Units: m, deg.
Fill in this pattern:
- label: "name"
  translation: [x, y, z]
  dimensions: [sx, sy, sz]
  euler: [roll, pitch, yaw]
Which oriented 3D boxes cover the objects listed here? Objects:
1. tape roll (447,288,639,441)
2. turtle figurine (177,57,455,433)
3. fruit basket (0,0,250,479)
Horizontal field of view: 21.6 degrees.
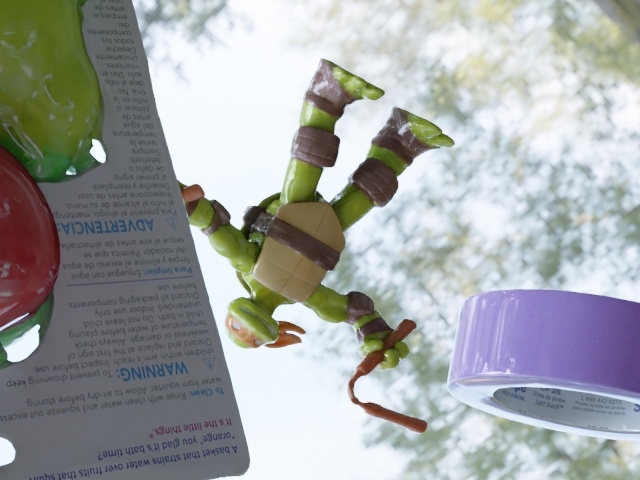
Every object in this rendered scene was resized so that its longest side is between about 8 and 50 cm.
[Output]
- label: "tape roll"
  translation: [0.268, 0.129, 1.679]
  dimensions: [0.275, 0.275, 0.090]
  euler: [19, -107, -29]
- label: "turtle figurine"
  translation: [0.000, 0.000, 1.161]
  dimensions: [0.269, 0.217, 0.087]
  euler: [32, 179, -14]
- label: "fruit basket"
  translation: [-0.206, -0.042, 0.755]
  dimensions: [0.327, 0.165, 0.353]
  euler: [-4, -103, -41]
